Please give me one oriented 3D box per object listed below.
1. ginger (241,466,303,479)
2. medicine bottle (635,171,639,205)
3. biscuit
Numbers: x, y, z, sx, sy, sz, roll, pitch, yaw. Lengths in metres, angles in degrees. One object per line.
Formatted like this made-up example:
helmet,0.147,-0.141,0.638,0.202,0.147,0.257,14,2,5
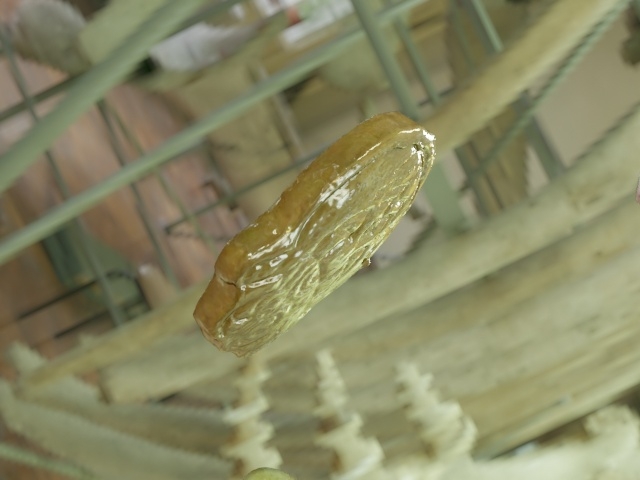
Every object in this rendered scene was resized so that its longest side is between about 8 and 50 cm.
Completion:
ginger,-0.069,0.378,2.205,0.074,0.137,0.213,-118,-155,-52
medicine bottle,0.470,-0.045,2.038,0.078,0.219,0.115,0,103,-69
biscuit,0.002,0.002,2.191,0.062,0.365,0.385,47,-10,15
